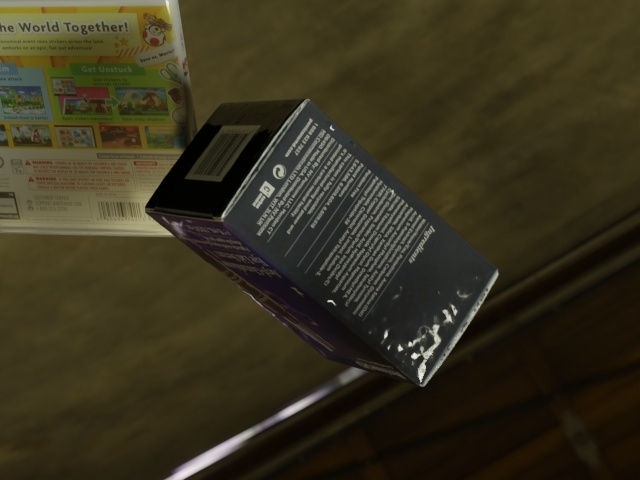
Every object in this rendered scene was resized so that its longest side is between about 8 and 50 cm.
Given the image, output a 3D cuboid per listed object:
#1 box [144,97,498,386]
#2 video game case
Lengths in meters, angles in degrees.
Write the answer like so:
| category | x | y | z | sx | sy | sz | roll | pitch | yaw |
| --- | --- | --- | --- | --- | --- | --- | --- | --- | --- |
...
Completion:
| category | x | y | z | sx | sy | sz | roll | pitch | yaw |
| --- | --- | --- | --- | --- | --- | --- | --- | --- | --- |
| box | 0.000 | 0.000 | 1.114 | 0.108 | 0.207 | 0.153 | -55 | -157 | -13 |
| video game case | -0.207 | -0.096 | 1.169 | 0.227 | 0.206 | 0.026 | 2 | -147 | 12 |
